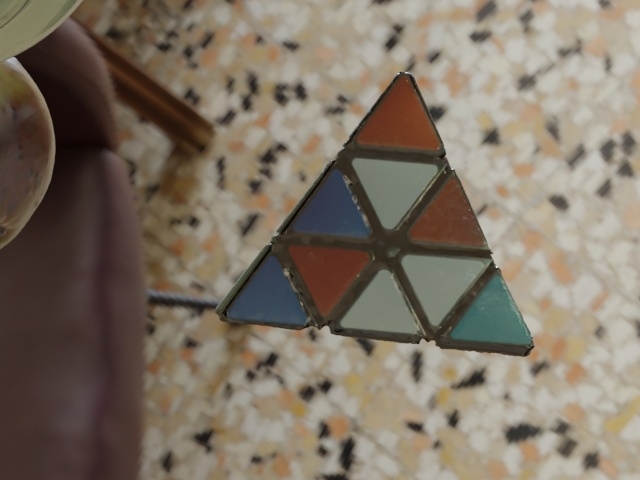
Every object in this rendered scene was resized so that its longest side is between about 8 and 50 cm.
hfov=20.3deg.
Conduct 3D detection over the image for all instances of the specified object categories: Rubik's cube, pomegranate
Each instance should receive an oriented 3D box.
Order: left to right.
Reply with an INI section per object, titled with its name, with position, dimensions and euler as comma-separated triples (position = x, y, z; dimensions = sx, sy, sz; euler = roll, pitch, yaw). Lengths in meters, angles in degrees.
[pomegranate]
position = -0.447, -0.094, 1.850
dimensions = 0.323, 0.291, 0.290
euler = 24, 83, 21
[Rubik's cube]
position = 0.000, 0.000, 1.616
dimensions = 0.234, 0.284, 0.250
euler = -29, 24, -7

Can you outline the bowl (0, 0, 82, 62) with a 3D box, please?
[bowl]
position = -0.268, -0.230, 1.164
dimensions = 0.307, 0.307, 0.163
euler = -36, 35, 14
